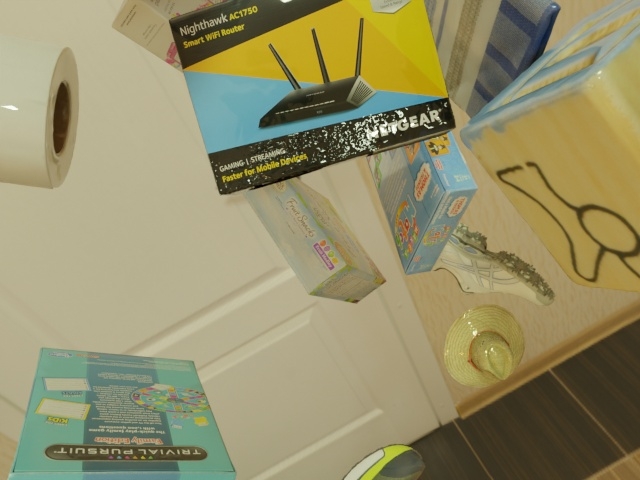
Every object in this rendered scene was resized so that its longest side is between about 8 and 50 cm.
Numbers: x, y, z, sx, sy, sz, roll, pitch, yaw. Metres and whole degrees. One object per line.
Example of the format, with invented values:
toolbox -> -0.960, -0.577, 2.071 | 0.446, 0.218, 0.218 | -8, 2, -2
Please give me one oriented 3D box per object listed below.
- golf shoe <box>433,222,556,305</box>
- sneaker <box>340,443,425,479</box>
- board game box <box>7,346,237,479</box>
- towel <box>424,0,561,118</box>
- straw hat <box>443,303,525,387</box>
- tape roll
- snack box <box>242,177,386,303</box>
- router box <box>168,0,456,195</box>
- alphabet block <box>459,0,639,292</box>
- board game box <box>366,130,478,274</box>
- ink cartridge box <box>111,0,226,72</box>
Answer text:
golf shoe -> 0.242, 0.051, 0.744 | 0.176, 0.086, 0.069 | 36, 24, 23
sneaker -> 0.036, 0.336, 0.508 | 0.121, 0.111, 0.300 | 26, 48, 23
board game box -> -0.289, 0.268, 0.754 | 0.336, 0.253, 0.079 | 30, 107, 64
towel -> 0.154, -0.271, 0.620 | 0.034, 0.209, 0.285 | -27, 63, -11
straw hat -> 0.260, 0.175, 0.790 | 0.144, 0.144, 0.061 | -28, 17, 0
tape roll -> -0.523, -0.220, 0.882 | 0.169, 0.246, 0.246 | 8, 37, -16
snack box -> 0.000, 0.000, 0.758 | 0.070, 0.207, 0.174 | -39, 70, 12
router box -> -0.006, -0.120, 0.388 | 0.178, 0.133, 0.046 | -16, 4, 5
alphabet block -> 0.275, -0.088, 0.432 | 0.193, 0.197, 0.192 | -42, 9, -7
board game box -> 0.099, -0.091, 0.594 | 0.039, 0.160, 0.212 | -6, 59, -11
ink cartridge box -> -0.119, -0.207, 0.496 | 0.052, 0.122, 0.089 | -23, 48, 44
